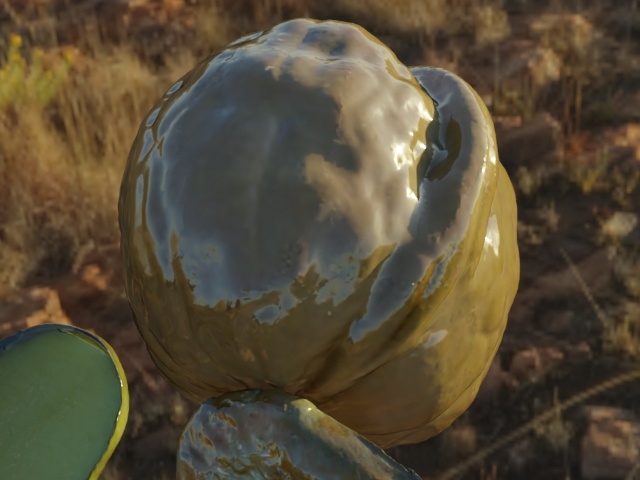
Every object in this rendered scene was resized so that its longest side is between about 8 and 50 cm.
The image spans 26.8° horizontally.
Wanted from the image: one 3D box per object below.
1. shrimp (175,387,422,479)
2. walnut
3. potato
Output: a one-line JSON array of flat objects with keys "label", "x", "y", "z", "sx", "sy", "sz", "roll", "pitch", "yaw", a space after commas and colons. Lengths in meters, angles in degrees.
[{"label": "shrimp", "x": 0.001, "y": 0.147, "z": 0.751, "sx": 0.190, "sy": 0.101, "sz": 0.042, "roll": 21, "pitch": 4, "yaw": 21}, {"label": "walnut", "x": 0.000, "y": 0.000, "z": 0.890, "sx": 0.285, "sy": 0.296, "sz": 0.285, "roll": -28, "pitch": 41, "yaw": 27}, {"label": "potato", "x": -0.272, "y": 0.205, "z": 1.217, "sx": 0.160, "sy": 0.111, "sz": 0.272, "roll": 27, "pitch": 78, "yaw": 15}]
